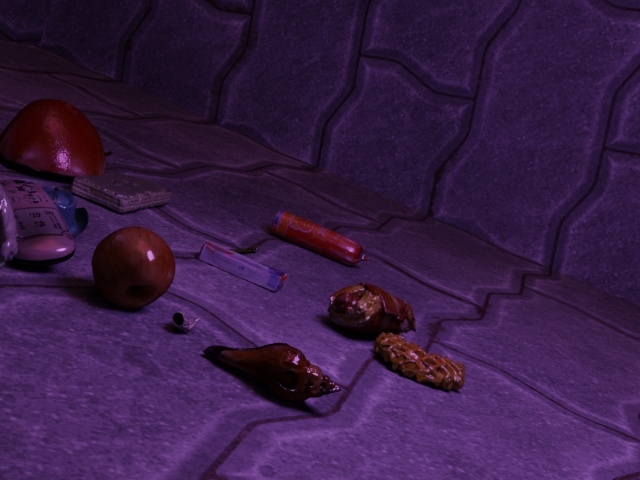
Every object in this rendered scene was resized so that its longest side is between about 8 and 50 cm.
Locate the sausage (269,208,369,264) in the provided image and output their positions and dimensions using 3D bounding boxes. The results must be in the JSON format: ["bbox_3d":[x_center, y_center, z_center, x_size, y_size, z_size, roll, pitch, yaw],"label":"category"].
[{"bbox_3d":[0.000,0.000,2.565,0.274,0.074,0.074,23,13,10],"label":"sausage"}]

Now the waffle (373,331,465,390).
[{"bbox_3d":[0.198,0.236,1.942,0.194,0.051,0.149,20,14,2],"label":"waffle"}]

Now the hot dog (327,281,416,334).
[{"bbox_3d":[0.113,0.142,2.042,0.146,0.103,0.213,2,-6,44],"label":"hot dog"}]

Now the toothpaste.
[{"bbox_3d":[-0.172,0.057,2.142,0.196,0.040,0.047,22,11,13],"label":"toothpaste"}]

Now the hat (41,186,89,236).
[{"bbox_3d":[-0.548,-0.071,2.009,0.138,0.078,0.191,10,16,-22],"label":"hat"}]

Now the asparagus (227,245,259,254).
[{"bbox_3d":[-0.183,0.024,2.307,0.015,0.018,0.127,61,25,12],"label":"asparagus"}]

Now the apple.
[{"bbox_3d":[-0.328,0.049,1.716,0.146,0.146,0.131,15,34,-22],"label":"apple"}]

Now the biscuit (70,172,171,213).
[{"bbox_3d":[-0.479,-0.122,2.383,0.150,0.052,0.252,23,13,15],"label":"biscuit"}]

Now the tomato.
[{"bbox_3d":[-0.664,-0.265,2.419,0.309,0.170,0.309,15,7,-2],"label":"tomato"}]

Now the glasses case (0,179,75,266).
[{"bbox_3d":[-0.552,-0.037,1.830,0.122,0.075,0.314,-8,31,-28],"label":"glasses case"}]

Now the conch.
[{"bbox_3d":[-0.075,0.203,1.600,0.233,0.080,0.086,27,7,32],"label":"conch"}]

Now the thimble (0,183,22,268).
[{"bbox_3d":[-0.578,-0.029,1.510,0.219,0.219,0.150,13,14,-28],"label":"thimble"}]

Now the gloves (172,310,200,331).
[{"bbox_3d":[-0.240,0.139,1.705,0.044,0.037,0.081,56,18,24],"label":"gloves"}]
